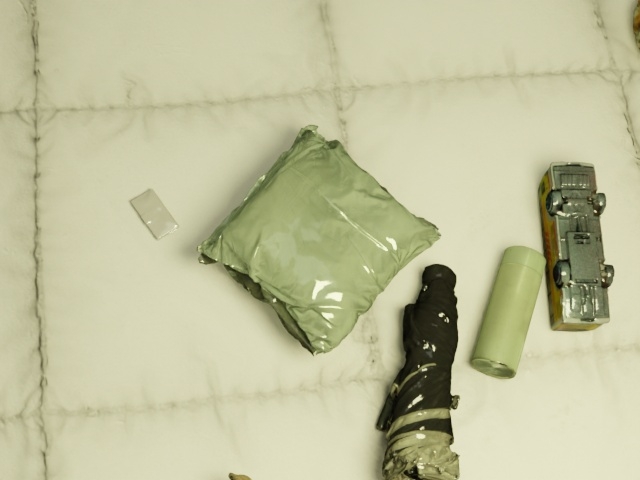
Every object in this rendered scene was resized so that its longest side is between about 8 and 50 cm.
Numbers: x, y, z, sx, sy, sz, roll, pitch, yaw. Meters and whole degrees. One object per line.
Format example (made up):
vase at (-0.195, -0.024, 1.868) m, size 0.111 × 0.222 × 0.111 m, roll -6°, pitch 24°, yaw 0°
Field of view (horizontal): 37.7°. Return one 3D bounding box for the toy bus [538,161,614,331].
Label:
toy bus at (0.404, 0.011, 1.500) m, size 0.092 × 0.106 × 0.268 m, roll 1°, pitch 69°, yaw -5°

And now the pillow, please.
pillow at (0.000, 0.000, 1.449) m, size 0.283 × 0.138 × 0.310 m, roll 37°, pitch 66°, yaw 9°

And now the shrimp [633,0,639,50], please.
shrimp at (0.710, -0.435, 1.743) m, size 0.233 × 0.071 × 0.365 m, roll 34°, pitch 67°, yaw -1°

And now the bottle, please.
bottle at (0.296, 0.111, 1.466) m, size 0.072 × 0.072 × 0.201 m, roll 20°, pitch 67°, yaw 3°

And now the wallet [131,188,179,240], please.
wallet at (-0.266, -0.042, 1.509) m, size 0.044 × 0.011 × 0.083 m, roll -32°, pitch 74°, yaw -17°

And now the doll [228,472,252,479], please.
doll at (-0.037, 0.423, 1.263) m, size 0.256 × 0.152 × 0.196 m, roll 5°, pitch 54°, yaw 1°

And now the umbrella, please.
umbrella at (0.161, 0.203, 1.415) m, size 0.113 × 0.106 × 0.358 m, roll 16°, pitch 59°, yaw -9°
